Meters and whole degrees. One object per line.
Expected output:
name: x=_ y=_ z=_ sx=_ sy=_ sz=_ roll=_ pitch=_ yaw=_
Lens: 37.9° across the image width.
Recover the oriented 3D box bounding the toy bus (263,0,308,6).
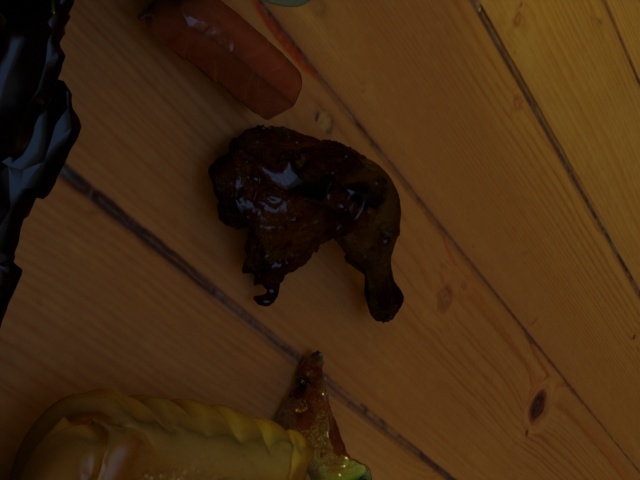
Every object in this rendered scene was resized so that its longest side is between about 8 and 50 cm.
toy bus: x=-0.046 y=-0.349 z=0.657 sx=0.152 sy=0.190 sz=0.312 roll=1 pitch=120 yaw=-48

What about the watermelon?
watermelon: x=-0.017 y=0.214 z=0.985 sx=0.158 sy=0.121 sz=0.098 roll=67 pitch=8 yaw=31

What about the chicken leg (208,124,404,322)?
chicken leg: x=0.006 y=-0.012 z=0.946 sx=0.322 sy=0.083 sz=0.177 roll=13 pitch=96 yaw=-49

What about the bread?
bread: x=-0.130 y=0.217 z=0.787 sx=0.311 sy=0.121 sz=0.173 roll=28 pitch=72 yaw=-49

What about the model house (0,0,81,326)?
model house: x=-0.285 y=-0.058 z=0.496 sx=0.282 sy=0.297 sz=0.317 roll=67 pitch=38 yaw=-87

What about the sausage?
sausage: x=-0.088 y=-0.169 z=0.808 sx=0.169 sy=0.065 sz=0.065 roll=33 pitch=73 yaw=-47
